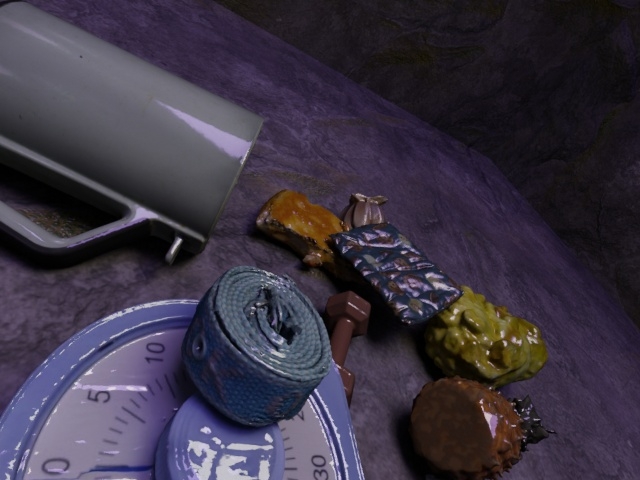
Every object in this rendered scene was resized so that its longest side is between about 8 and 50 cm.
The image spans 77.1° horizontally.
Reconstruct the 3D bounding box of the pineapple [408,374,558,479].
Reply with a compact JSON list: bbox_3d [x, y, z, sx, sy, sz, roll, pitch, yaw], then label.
[{"bbox_3d":[0.299,0.331,0.710,0.340,0.169,0.169,26,32,-43],"label":"pineapple"}]

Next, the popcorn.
[{"bbox_3d":[0.342,0.205,0.872,0.286,0.173,0.225,6,38,-38],"label":"popcorn"}]

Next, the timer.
[{"bbox_3d":[-0.128,0.226,0.375,0.395,0.173,0.395,26,35,-20],"label":"timer"}]

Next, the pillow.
[{"bbox_3d":[0.154,0.054,0.825,0.189,0.034,0.255,-14,51,-37],"label":"pillow"}]

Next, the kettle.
[{"bbox_3d":[-0.323,-0.124,0.607,0.377,0.250,0.361,26,62,-15],"label":"kettle"}]

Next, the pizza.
[{"bbox_3d":[0.000,0.000,0.881,0.297,0.071,0.189,31,33,-13],"label":"pizza"}]

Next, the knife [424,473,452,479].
[{"bbox_3d":[0.203,0.394,0.644,0.096,0.010,0.027,23,34,-27],"label":"knife"}]

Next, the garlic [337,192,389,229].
[{"bbox_3d":[0.111,-0.010,0.984,0.131,0.127,0.194,1,72,-19],"label":"garlic"}]

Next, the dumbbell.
[{"bbox_3d":[0.029,0.179,0.673,0.092,0.082,0.231,36,32,-5],"label":"dumbbell"}]

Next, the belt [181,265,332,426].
[{"bbox_3d":[-0.059,0.093,0.401,0.148,0.082,0.163,16,22,-45],"label":"belt"}]
